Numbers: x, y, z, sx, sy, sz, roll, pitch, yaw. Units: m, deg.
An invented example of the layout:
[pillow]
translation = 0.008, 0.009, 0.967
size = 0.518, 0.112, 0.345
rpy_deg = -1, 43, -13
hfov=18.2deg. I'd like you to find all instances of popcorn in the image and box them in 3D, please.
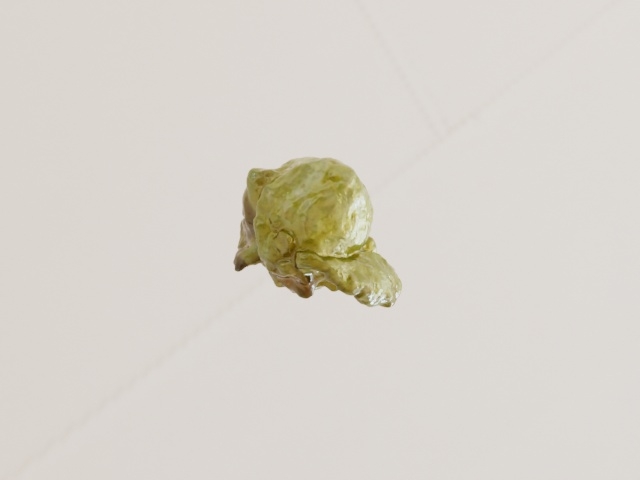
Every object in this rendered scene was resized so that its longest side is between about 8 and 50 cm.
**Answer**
[popcorn]
translation = 0.000, -0.001, 0.874
size = 0.083, 0.068, 0.059
rpy_deg = 47, -137, 12
